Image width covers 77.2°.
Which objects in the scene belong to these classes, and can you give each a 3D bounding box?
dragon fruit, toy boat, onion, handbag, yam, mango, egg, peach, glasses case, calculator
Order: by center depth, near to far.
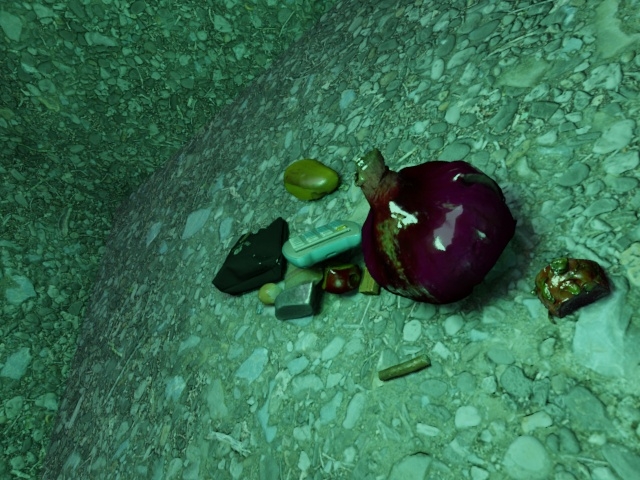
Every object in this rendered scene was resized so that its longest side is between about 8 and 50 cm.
[{"bbox_3d":[0.517,0.092,0.843,0.147,0.096,0.102,-36,48,25],"label":"dragon fruit"},{"bbox_3d":[0.220,-0.053,0.981,0.398,0.421,0.397,-36,40,38],"label":"onion"},{"bbox_3d":[0.213,0.330,1.034,0.145,0.032,0.032,-31,46,28],"label":"yam"},{"bbox_3d":[0.168,0.084,1.234,0.065,0.041,0.169,-14,55,52],"label":"glasses case"},{"bbox_3d":[0.051,0.118,1.266,0.172,0.127,0.092,2,97,57],"label":"peach"},{"bbox_3d":[0.000,0.000,1.299,0.256,0.054,0.386,-22,15,-5],"label":"calculator"},{"bbox_3d":[-0.070,0.131,1.351,0.276,0.111,0.293,-16,57,65],"label":"toy boat"},{"bbox_3d":[-0.189,0.198,1.479,0.097,0.080,0.080,-11,57,49],"label":"egg"},{"bbox_3d":[-0.037,-0.241,1.586,0.262,0.130,0.167,25,78,44],"label":"mango"},{"bbox_3d":[-0.264,0.050,1.613,0.343,0.152,0.287,-21,39,33],"label":"handbag"}]

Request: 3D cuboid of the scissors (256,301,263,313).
[{"bbox_3d":[-0.229,0.243,1.544,0.036,0.006,0.083,-18,53,38],"label":"scissors"}]
